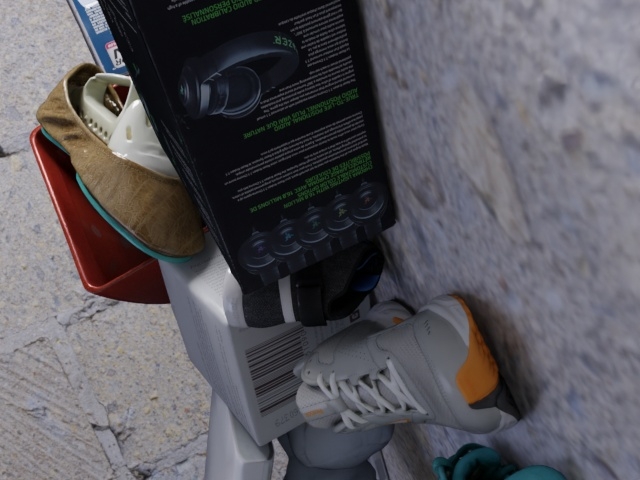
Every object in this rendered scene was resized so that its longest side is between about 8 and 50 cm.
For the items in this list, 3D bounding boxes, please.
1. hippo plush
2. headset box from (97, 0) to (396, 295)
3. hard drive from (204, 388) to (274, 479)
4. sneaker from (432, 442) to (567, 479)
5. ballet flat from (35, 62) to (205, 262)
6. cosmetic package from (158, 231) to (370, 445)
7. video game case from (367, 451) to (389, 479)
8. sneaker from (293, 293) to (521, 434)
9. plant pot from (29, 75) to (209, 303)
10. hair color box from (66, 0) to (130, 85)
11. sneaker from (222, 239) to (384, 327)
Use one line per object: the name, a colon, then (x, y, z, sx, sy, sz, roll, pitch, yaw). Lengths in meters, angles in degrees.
hippo plush: (0.037, 0.264, 0.803, 0.294, 0.234, 0.237, 166, 106, -73)
headset box: (-0.071, -0.136, 0.503, 0.246, 0.131, 0.283, 52, 162, 49)
hard drive: (-0.106, 0.305, 0.799, 0.203, 0.040, 0.308, -120, 35, -60)
sneaker: (0.119, 0.204, 0.498, 0.275, 0.107, 0.110, 125, 139, -72)
ballet flat: (-0.213, -0.111, 0.748, 0.342, 0.116, 0.124, 42, 111, 43)
cosmetic package: (-0.055, 0.078, 0.715, 0.183, 0.151, 0.151, 33, 140, 51)
video game case: (0.058, 0.320, 1.133, 0.190, 0.022, 0.173, 51, 161, 52)
sneaker: (0.046, 0.108, 0.500, 0.099, 0.121, 0.262, 64, 169, 2)
plant pot: (-0.192, -0.059, 0.954, 0.267, 0.267, 0.236, 60, 179, 25)
hair color box: (-0.322, -0.358, 1.024, 0.347, 0.105, 0.174, 64, 168, 11)
sneaker: (0.000, 0.000, 0.612, 0.217, 0.121, 0.079, -75, -17, -49)
